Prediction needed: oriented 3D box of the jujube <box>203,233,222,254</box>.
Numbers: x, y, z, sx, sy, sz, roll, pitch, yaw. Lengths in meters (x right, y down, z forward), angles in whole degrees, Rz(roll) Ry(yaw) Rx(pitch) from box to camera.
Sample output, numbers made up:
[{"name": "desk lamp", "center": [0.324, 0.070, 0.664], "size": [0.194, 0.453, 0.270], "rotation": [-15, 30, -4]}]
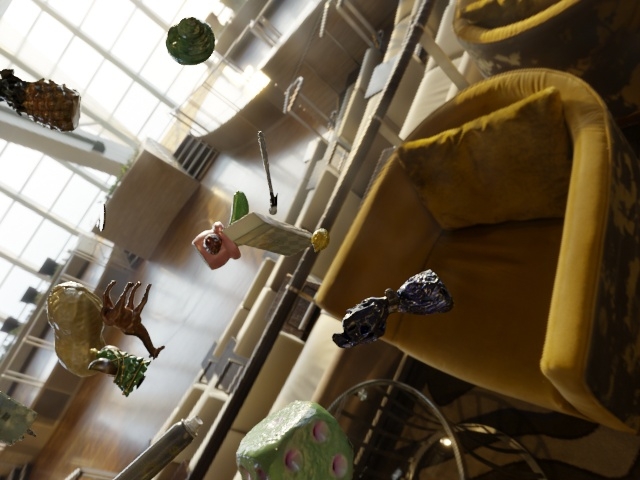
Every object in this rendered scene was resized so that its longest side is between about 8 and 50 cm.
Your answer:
[{"name": "jujube", "center": [-0.465, 0.019, 1.790], "size": [0.129, 0.077, 0.077], "rotation": [125, 163, -63]}]

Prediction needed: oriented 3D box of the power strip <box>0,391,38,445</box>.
[{"name": "power strip", "center": [-0.755, 0.391, 0.949], "size": [0.029, 0.227, 0.080], "rotation": [-37, 19, 37]}]

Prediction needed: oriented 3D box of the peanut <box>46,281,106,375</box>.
[{"name": "peanut", "center": [-0.709, 0.268, 1.219], "size": [0.149, 0.149, 0.314], "rotation": [-142, 51, -60]}]

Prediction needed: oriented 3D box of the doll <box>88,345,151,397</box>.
[{"name": "doll", "center": [-0.376, 0.233, 0.787], "size": [0.076, 0.113, 0.078], "rotation": [-33, 17, 4]}]

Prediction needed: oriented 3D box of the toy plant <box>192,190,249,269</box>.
[{"name": "toy plant", "center": [-0.458, -0.032, 2.059], "size": [0.356, 0.317, 0.210], "rotation": [-33, 13, -11]}]

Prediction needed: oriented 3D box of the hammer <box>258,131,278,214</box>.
[{"name": "hammer", "center": [-0.262, -0.339, 2.020], "size": [0.152, 0.044, 0.427], "rotation": [113, 146, -66]}]

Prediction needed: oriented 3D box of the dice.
[{"name": "dice", "center": [-0.092, 0.817, 1.530], "size": [0.322, 0.330, 0.318], "rotation": [-31, 0, -41]}]

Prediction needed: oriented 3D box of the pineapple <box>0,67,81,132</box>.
[{"name": "pineapple", "center": [-0.743, -0.360, 1.037], "size": [0.128, 0.247, 0.128], "rotation": [-165, 90, -71]}]

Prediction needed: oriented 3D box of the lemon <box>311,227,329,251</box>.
[{"name": "lemon", "center": [0.000, 0.000, 1.456], "size": [0.065, 0.065, 0.092], "rotation": [-10, 55, 51]}]

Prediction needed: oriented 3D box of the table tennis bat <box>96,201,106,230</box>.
[{"name": "table tennis bat", "center": [-0.391, -0.038, 0.739], "size": [0.083, 0.007, 0.050], "rotation": [-25, 68, 53]}]

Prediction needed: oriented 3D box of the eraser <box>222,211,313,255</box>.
[{"name": "eraser", "center": [-0.199, -0.019, 1.741], "size": [0.213, 0.396, 0.082], "rotation": [-27, 68, 22]}]

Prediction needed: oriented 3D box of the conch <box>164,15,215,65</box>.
[{"name": "conch", "center": [-0.388, -0.606, 1.248], "size": [0.188, 0.122, 0.176], "rotation": [17, 65, 48]}]

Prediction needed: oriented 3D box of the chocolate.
[{"name": "chocolate", "center": [0.183, 0.187, 1.125], "size": [0.343, 0.148, 0.126], "rotation": [-23, 42, 0]}]

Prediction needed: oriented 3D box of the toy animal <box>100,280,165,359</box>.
[{"name": "toy animal", "center": [-0.533, 0.236, 1.203], "size": [0.066, 0.224, 0.230], "rotation": [6, 85, 34]}]

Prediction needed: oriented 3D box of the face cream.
[{"name": "face cream", "center": [-0.460, 0.611, 1.172], "size": [0.283, 0.073, 0.073], "rotation": [-40, 26, -17]}]
